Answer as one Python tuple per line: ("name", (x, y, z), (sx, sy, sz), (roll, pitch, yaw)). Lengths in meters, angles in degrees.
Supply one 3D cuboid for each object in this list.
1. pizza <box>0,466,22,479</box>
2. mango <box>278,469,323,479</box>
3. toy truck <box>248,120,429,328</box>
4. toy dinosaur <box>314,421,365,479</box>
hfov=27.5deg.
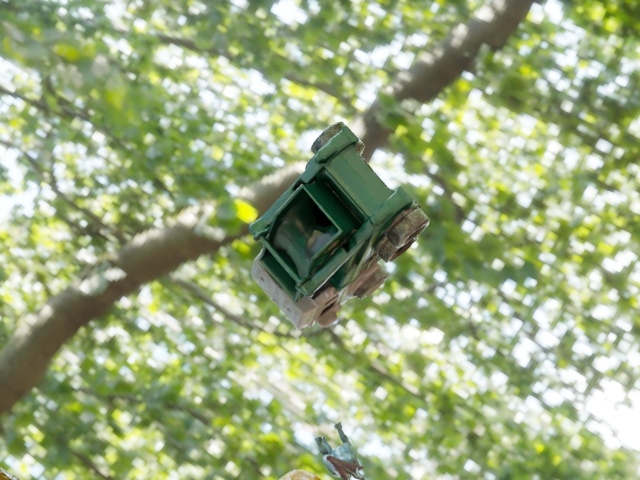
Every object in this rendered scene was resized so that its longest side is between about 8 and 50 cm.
("pizza", (-0.280, 0.203, 1.001), (0.246, 0.127, 0.058), (48, -132, -35))
("mango", (-0.014, 0.393, 1.531), (0.187, 0.257, 0.138), (4, -27, -44))
("toy truck", (0.000, 0.000, 1.097), (0.116, 0.110, 0.216), (-36, -12, -21))
("toy dinosaur", (0.027, 0.279, 1.681), (0.045, 0.080, 0.197), (-32, -12, 6))
